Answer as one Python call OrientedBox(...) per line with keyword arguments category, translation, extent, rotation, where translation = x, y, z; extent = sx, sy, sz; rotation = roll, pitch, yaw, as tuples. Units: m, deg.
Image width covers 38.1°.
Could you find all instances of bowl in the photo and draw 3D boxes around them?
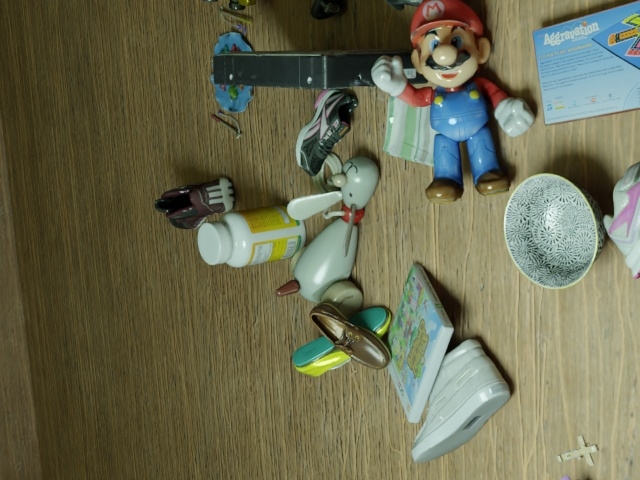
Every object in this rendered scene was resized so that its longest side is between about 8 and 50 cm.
OrientedBox(category="bowl", translation=(0.361, -0.018, 1.370), extent=(0.170, 0.080, 0.170), rotation=(16, 111, 50))

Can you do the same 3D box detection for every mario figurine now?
OrientedBox(category="mario figurine", translation=(0.203, -0.220, 1.443), extent=(0.170, 0.198, 0.321), rotation=(2, 104, 65))

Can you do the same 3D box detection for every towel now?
OrientedBox(category="towel", translation=(0.170, -0.192, 1.626), extent=(0.152, 0.023, 0.113), rotation=(24, 118, 48))

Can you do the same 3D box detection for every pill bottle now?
OrientedBox(category="pill bottle", translation=(-0.144, -0.007, 1.926), extent=(0.117, 0.208, 0.118), rotation=(17, 112, 50))

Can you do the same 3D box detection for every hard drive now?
OrientedBox(category="hard drive", translation=(-0.007, -0.308, 1.652), extent=(0.339, 0.236, 0.064), rotation=(13, 108, 51))

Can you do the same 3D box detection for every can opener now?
OrientedBox(category="can opener", translation=(0.031, -0.485, 1.705), extent=(0.073, 0.059, 0.186), rotation=(59, 139, 26))

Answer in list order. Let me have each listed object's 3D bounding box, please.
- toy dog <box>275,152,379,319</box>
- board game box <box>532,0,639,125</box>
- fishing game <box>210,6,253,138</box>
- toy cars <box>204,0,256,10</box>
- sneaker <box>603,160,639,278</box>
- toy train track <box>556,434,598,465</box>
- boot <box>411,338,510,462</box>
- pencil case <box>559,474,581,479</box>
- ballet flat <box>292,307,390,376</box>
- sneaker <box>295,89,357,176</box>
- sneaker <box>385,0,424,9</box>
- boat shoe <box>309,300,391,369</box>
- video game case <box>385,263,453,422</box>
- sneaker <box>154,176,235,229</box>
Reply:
OrientedBox(category="toy dog", translation=(0.000, 0.000, 1.779), extent=(0.220, 0.161, 0.334), rotation=(19, 113, 49))
OrientedBox(category="board game box", translation=(0.419, -0.250, 1.282), extent=(0.281, 0.027, 0.145), rotation=(-4, 97, 53))
OrientedBox(category="fishing game", translation=(-0.203, -0.370, 2.057), extent=(0.189, 0.041, 0.264), rotation=(38, 127, 45))
OrientedBox(category="toy cars", translation=(-0.121, -0.583, 1.866), extent=(0.393, 0.087, 0.177), rotation=(-31, 79, 48))
OrientedBox(category="sneaker", translation=(0.450, -0.071, 1.223), extent=(0.111, 0.103, 0.252), rotation=(49, 133, 32))
OrientedBox(category="toy train track", translation=(0.401, 0.336, 1.459), extent=(0.083, 0.014, 0.048), rotation=(-38, 69, 50))
OrientedBox(category="boot", translation=(0.226, 0.281, 1.628), extent=(0.258, 0.095, 0.123), rotation=(-52, 49, 37))
OrientedBox(category="pencil case", translation=(0.423, 0.459, 1.397), extent=(0.206, 0.086, 0.088), rotation=(50, 168, 32))
OrientedBox(category="ballet flat", translation=(0.053, 0.204, 1.818), extent=(0.231, 0.077, 0.077), rotation=(-30, 38, 20))
OrientedBox(category="sneaker", translation=(0.015, -0.206, 1.747), extent=(0.077, 0.072, 0.178), rotation=(13, 82, 41))
OrientedBox(category="sneaker", translation=(0.200, -0.440, 1.465), extent=(0.276, 0.098, 0.135), rotation=(-11, 134, 32))
OrientedBox(category="boat shoe", translation=(0.050, 0.184, 1.732), extent=(0.178, 0.060, 0.064), rotation=(37, 109, 13))
OrientedBox(category="video game case", translation=(0.169, 0.181, 1.653), extent=(0.193, 0.023, 0.212), rotation=(-110, 30, -56))
OrientedBox(category="sneaker", translation=(-0.336, -0.086, 2.197), extent=(0.281, 0.162, 0.106), rotation=(-22, 81, 52))
